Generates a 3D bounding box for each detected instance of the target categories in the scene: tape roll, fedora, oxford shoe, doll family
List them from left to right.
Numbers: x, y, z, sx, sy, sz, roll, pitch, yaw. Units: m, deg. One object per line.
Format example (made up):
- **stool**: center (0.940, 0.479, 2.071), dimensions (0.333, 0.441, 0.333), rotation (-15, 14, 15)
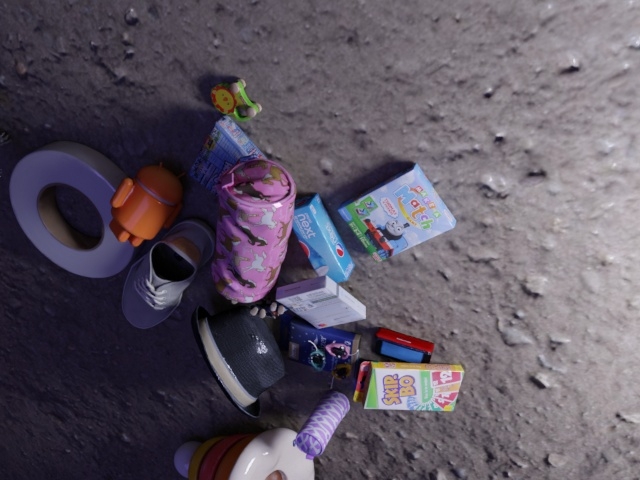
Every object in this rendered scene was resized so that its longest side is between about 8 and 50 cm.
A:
- **tape roll**: center (-0.648, -0.076, 1.756), dimensions (0.393, 0.072, 0.391), rotation (11, 124, 17)
- **oxford shoe**: center (-0.432, 0.109, 1.751), dimensions (0.169, 0.130, 0.449), rotation (40, 128, -7)
- **fedora**: center (-0.196, 0.292, 1.724), dimensions (0.153, 0.334, 0.334), rotation (-30, 109, 2)
- **doll family**: center (-0.144, 0.155, 1.678), dimensions (0.193, 0.111, 0.076), rotation (31, 94, 16)

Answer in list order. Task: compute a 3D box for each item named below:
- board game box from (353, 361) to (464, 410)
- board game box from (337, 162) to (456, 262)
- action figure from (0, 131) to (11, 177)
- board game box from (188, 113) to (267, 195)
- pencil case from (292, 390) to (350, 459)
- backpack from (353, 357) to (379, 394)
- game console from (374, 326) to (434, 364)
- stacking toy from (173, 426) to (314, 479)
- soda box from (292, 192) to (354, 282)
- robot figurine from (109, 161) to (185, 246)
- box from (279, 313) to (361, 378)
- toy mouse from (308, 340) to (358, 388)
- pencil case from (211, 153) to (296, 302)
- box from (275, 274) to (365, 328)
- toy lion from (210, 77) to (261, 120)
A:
- **board game box**: center (0.217, 0.362, 1.625), dimensions (0.260, 0.039, 0.124), rotation (5, 114, -9)
- **board game box**: center (0.167, -0.056, 1.456), dimensions (0.212, 0.039, 0.160), rotation (-28, 107, 32)
- **action figure**: center (-0.875, -0.282, 1.678), dimensions (0.275, 0.141, 0.164), rotation (62, 162, 23)
- **board game box**: center (-0.194, -0.158, 1.526), dimensions (0.194, 0.060, 0.194), rotation (37, 127, -2)
- **pencil case**: center (0.009, 0.494, 1.769), dimensions (0.087, 0.206, 0.088), rotation (3, 116, 28)
- **backpack**: center (0.149, 0.368, 1.700), dimensions (0.120, 0.098, 0.101), rotation (7, 128, 4)
- **game console**: center (0.202, 0.277, 1.628), dimensions (0.144, 0.124, 0.085), rotation (15, 98, 12)
- **stacking toy**: center (-0.292, 0.708, 2.009), dimensions (0.480, 0.351, 0.350), rotation (3, 123, 40)
- **soda box**: center (0.000, 0.000, 1.542), dimensions (0.071, 0.067, 0.210), rotation (-15, 113, 29)
- **robot figurine**: center (-0.420, -0.091, 1.597), dimensions (0.158, 0.128, 0.219), rotation (36, 100, -15)
- **box**: center (-0.009, 0.280, 1.744), dimensions (0.226, 0.036, 0.136), rotation (14, 125, 15)
- **toy mouse**: center (0.025, 0.296, 1.697), dimensions (0.143, 0.031, 0.161), rotation (40, 126, -8)
- **pencil case**: center (-0.161, -0.011, 1.498), dimensions (0.167, 0.160, 0.386), rotation (43, 146, 22)
- **box**: center (0.003, 0.154, 1.604), dimensions (0.145, 0.038, 0.186), rotation (-17, 141, 30)
- **toy lion**: center (-0.193, -0.307, 1.452), dimensions (0.096, 0.034, 0.100), rotation (-21, 112, 39)
